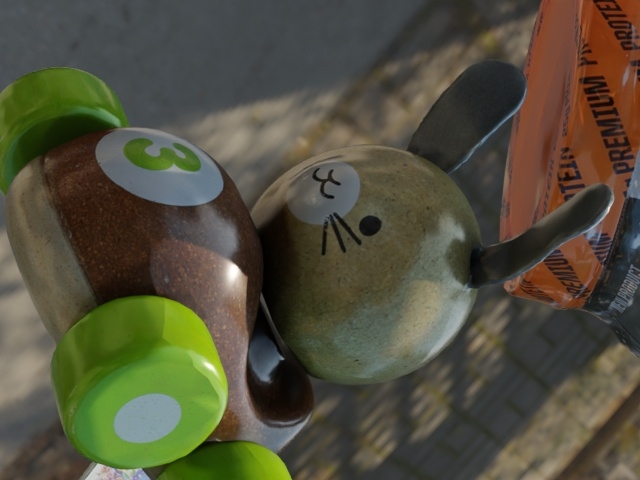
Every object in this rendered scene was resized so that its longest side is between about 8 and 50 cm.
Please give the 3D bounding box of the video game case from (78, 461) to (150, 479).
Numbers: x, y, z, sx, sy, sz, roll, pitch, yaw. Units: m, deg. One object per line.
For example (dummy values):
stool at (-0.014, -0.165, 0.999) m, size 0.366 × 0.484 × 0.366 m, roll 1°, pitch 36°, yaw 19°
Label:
video game case at (-0.065, 0.144, 0.906) m, size 0.011 × 0.122 × 0.087 m, roll -31°, pitch -163°, yaw 48°

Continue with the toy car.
toy car at (0.000, 0.000, 0.610) m, size 0.188 × 0.155 × 0.149 m, roll -26°, pitch 134°, yaw 0°

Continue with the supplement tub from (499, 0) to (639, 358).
supplement tub at (0.260, -0.026, 0.773) m, size 0.207 × 0.338 × 0.207 m, roll -170°, pitch -90°, yaw -87°
